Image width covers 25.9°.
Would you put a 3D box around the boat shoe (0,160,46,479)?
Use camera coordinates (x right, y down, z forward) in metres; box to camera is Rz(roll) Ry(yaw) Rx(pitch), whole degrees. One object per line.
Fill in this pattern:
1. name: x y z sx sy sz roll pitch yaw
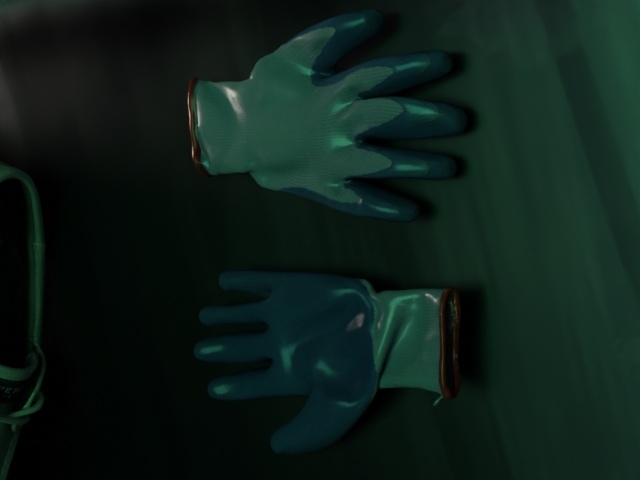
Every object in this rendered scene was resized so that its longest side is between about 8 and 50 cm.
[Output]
1. boat shoe: -0.190 0.066 0.755 0.081 0.079 0.227 8 96 44

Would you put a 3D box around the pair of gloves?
1. pair of gloves: 0.000 0.000 0.628 0.159 0.023 0.198 -2 92 42
